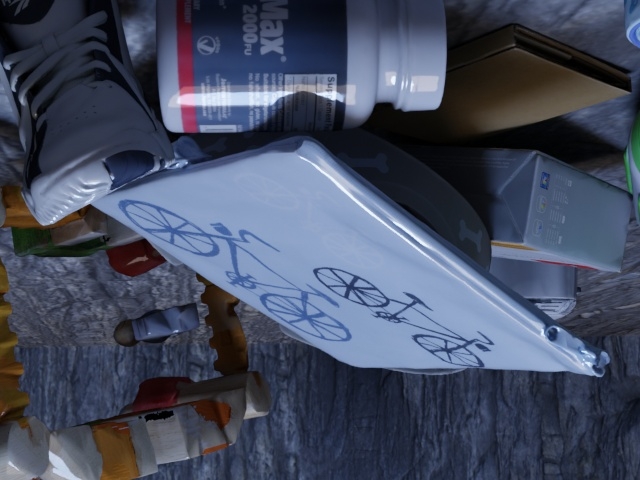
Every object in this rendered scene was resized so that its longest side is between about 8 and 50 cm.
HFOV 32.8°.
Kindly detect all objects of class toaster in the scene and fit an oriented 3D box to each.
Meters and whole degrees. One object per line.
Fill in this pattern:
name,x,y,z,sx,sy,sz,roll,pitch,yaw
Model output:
toaster,0.221,0.030,1.372,0.227,0.147,0.129,2,166,-16

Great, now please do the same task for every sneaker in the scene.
sneaker,-0.158,-0.106,0.649,0.094,0.153,0.235,-25,-164,5

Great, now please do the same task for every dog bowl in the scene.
dog bowl,0.000,0.000,1.014,0.348,0.102,0.349,23,160,9

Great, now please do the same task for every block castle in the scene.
block castle,-0.263,0.099,1.125,0.212,0.303,0.453,-16,173,27

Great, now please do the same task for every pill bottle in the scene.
pill bottle,-0.013,-0.125,0.710,0.180,0.108,0.108,-2,168,-4

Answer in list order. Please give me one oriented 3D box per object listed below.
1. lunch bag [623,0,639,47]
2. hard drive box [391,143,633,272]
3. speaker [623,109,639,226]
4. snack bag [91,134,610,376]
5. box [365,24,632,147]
lunch bag,0.290,-0.165,0.611,0.176,0.090,0.219,6,166,-35
hard drive box,0.188,-0.032,1.115,0.181,0.089,0.232,7,177,39
speaker,0.357,-0.061,1.025,0.131,0.131,0.296,-5,167,16
snack bag,0.006,0.018,0.855,0.323,0.037,0.342,35,158,-26
box,0.137,-0.125,0.936,0.164,0.021,0.201,9,163,-42
